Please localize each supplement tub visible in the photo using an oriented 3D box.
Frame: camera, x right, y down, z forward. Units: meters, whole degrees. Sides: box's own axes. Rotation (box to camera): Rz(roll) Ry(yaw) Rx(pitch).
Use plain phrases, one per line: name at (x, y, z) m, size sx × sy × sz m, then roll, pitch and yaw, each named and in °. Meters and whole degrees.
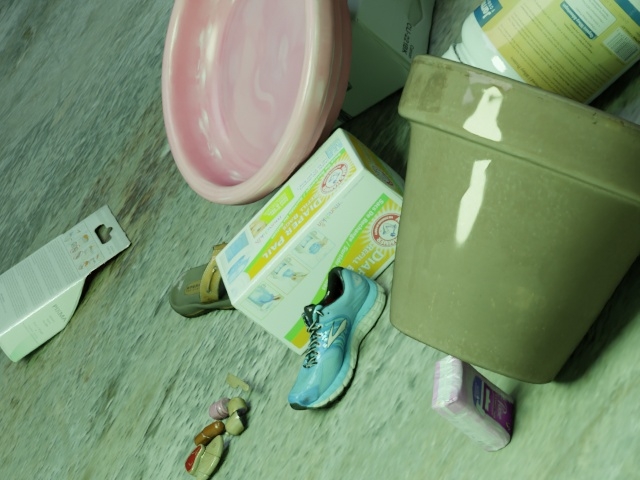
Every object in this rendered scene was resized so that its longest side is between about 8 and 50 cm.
supplement tub at (0.229, -0.199, 1.621) m, size 0.200 × 0.144 × 0.144 m, roll -42°, pitch 29°, yaw 17°

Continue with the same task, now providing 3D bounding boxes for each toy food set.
toy food set at (-0.108, 0.205, 1.787) m, size 0.122 × 0.019 × 0.078 m, roll -62°, pitch 27°, yaw -3°

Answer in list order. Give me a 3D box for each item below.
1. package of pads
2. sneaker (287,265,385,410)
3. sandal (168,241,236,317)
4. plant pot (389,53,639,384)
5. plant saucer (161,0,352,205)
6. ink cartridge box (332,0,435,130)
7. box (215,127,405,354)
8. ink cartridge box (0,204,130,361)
package of pads at (0.129, 0.139, 1.429) m, size 0.032 × 0.083 × 0.050 m, roll -22°, pitch 42°, yaw 36°
sneaker at (0.001, 0.097, 1.688) m, size 0.063 × 0.073 × 0.162 m, roll -11°, pitch 48°, yaw 52°
sandal at (-0.116, 0.034, 1.957) m, size 0.219 × 0.060 × 0.090 m, roll -16°, pitch 44°, yaw 49°
plant pot at (0.163, -0.009, 1.415) m, size 0.263 × 0.263 × 0.229 m, roll 27°, pitch 97°, yaw 62°
plant saucer at (-0.066, -0.202, 1.877) m, size 0.332 × 0.084 × 0.332 m, roll -9°, pitch 79°, yaw 55°
ink cartridge box at (-0.001, -0.233, 2.046) m, size 0.273 × 0.114 × 0.197 m, roll -29°, pitch 34°, yaw 35°
box at (0.000, 0.000, 1.773) m, size 0.203 × 0.103 × 0.114 m, roll -46°, pitch 27°, yaw 10°
ink cartridge box at (-0.364, 0.056, 2.344) m, size 0.225 × 0.056 × 0.181 m, roll -33°, pitch 27°, yaw -5°
